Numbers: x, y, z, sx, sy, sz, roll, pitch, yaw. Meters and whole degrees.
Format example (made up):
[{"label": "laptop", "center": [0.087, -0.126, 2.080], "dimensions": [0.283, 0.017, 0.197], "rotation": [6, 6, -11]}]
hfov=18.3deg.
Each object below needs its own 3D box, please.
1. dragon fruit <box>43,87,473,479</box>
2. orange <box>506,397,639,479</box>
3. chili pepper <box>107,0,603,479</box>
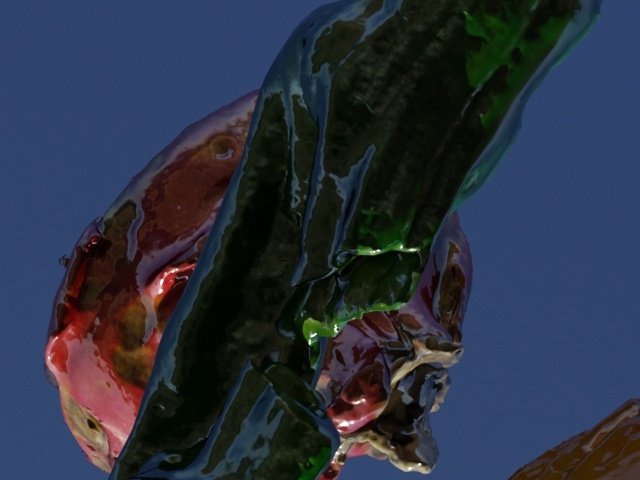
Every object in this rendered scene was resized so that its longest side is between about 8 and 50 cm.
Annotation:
[{"label": "dragon fruit", "center": [-0.012, 0.033, 1.030], "dimensions": [0.211, 0.134, 0.262], "rotation": [33, -103, 37]}, {"label": "orange", "center": [0.120, 0.113, 0.532], "dimensions": [0.193, 0.193, 0.161], "rotation": [-18, -103, -7]}, {"label": "chili pepper", "center": [0.000, 0.000, 0.646], "dimensions": [0.083, 0.099, 0.253], "rotation": [30, -90, -14]}]
